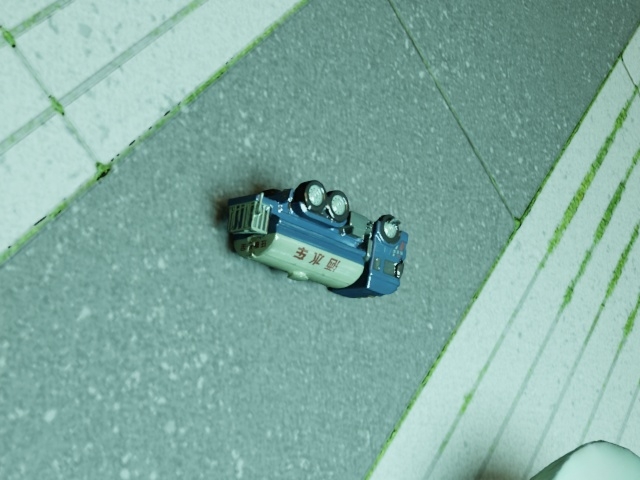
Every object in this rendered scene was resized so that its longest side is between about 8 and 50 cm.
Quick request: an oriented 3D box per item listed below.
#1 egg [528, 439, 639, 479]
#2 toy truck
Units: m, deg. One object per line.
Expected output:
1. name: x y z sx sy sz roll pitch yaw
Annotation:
1. egg: 0.249 0.388 1.033 0.337 0.201 0.337 22 56 -37
2. toy truck: 0.000 0.000 0.981 0.201 0.074 0.088 21 67 -41
